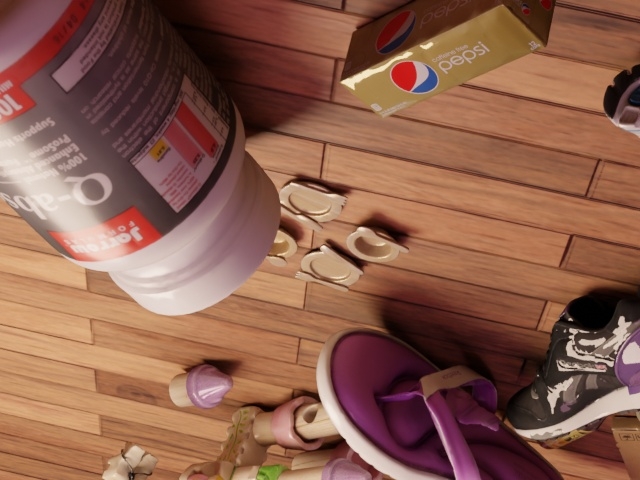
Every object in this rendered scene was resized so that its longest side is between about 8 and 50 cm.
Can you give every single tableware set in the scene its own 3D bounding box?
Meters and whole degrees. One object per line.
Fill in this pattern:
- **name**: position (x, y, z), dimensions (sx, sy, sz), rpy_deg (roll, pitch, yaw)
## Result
- **tableware set**: position (0.000, 0.000, 1.657), dimensions (0.141, 0.020, 0.168), rpy_deg (26, 145, -18)

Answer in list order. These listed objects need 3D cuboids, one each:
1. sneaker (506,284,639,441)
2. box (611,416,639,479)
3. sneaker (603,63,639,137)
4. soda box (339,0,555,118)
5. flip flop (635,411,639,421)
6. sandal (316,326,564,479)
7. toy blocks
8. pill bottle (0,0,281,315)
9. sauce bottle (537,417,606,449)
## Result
- **sneaker**: position (0.279, 0.116, 1.679), dimensions (0.124, 0.107, 0.283), rpy_deg (55, 142, -5)
- **box**: position (0.448, 0.252, 1.863), dimensions (0.201, 0.021, 0.164), rpy_deg (-2, 144, 22)
- **sneaker**: position (0.335, -0.116, 1.330), dimensions (0.190, 0.071, 0.083), rpy_deg (-5, 156, 31)
- **soda box**: position (0.103, -0.166, 1.333), dimensions (0.181, 0.061, 0.058), rpy_deg (-22, 132, 42)
- **flip flop**: position (0.423, 0.149, 1.664), dimensions (0.112, 0.080, 0.277), rpy_deg (29, 145, -22)
- **sandal**: position (0.161, 0.204, 1.785), dimensions (0.102, 0.169, 0.416), rpy_deg (-30, 131, 32)
- **toy blocks**: position (-0.049, 0.293, 1.872), dimensions (0.260, 0.289, 0.309), rpy_deg (-14, 136, 45)
- **pill bottle**: position (-0.194, -0.103, 1.403), dimensions (0.210, 0.210, 0.363), rpy_deg (-8, 141, 31)
- **sauce bottle**: position (0.291, 0.199, 1.823), dimensions (0.042, 0.042, 0.128), rpy_deg (27, 147, -18)
